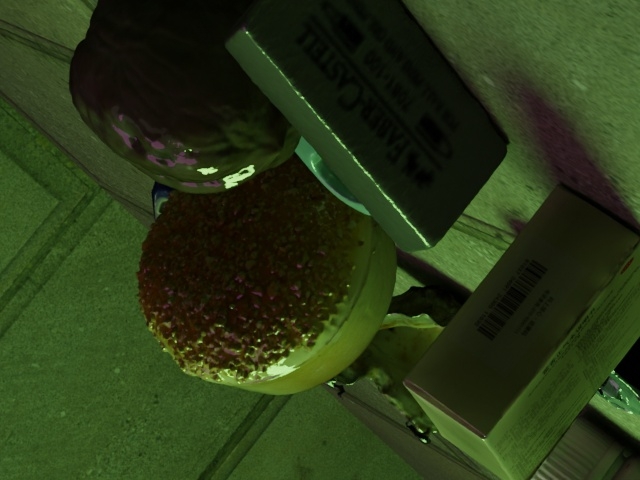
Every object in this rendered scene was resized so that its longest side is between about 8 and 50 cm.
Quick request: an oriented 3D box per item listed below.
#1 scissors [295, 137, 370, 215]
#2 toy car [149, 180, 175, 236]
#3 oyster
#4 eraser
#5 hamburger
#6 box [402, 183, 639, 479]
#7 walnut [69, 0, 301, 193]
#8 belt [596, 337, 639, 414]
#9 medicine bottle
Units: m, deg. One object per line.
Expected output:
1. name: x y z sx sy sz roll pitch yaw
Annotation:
1. scissors: -0.060 -0.144 1.842 0.360 0.029 0.191 31 154 23
2. toy car: -0.090 -0.033 2.303 0.235 0.172 0.158 30 154 24
3. oyster: 0.101 0.139 2.309 0.337 0.133 0.197 13 121 19
4. eraser: 0.042 -0.112 1.493 0.077 0.111 0.352 27 166 44
5. hamburger: -0.061 0.030 2.086 0.302 0.302 0.170 30 177 44
6. box: 0.182 0.084 1.594 0.095 0.212 0.168 36 171 24
7. walnut: -0.109 -0.143 1.685 0.224 0.224 0.224 37 171 7
8. belt: 0.250 0.089 1.794 0.198 0.078 0.151 33 168 23
9. medicine bottle: 0.386 0.365 2.335 0.291 0.178 0.178 37 171 12
